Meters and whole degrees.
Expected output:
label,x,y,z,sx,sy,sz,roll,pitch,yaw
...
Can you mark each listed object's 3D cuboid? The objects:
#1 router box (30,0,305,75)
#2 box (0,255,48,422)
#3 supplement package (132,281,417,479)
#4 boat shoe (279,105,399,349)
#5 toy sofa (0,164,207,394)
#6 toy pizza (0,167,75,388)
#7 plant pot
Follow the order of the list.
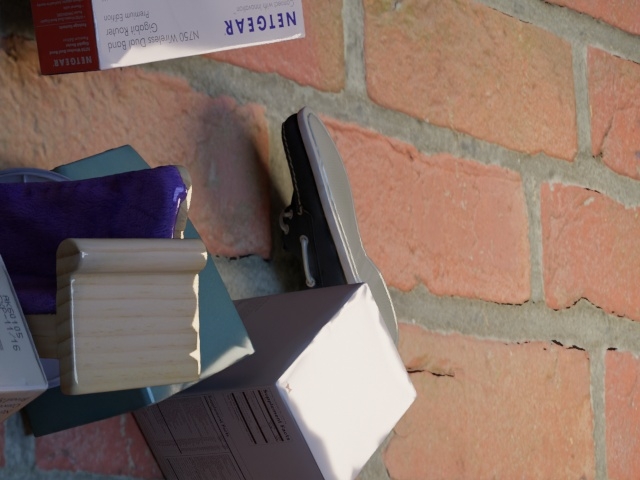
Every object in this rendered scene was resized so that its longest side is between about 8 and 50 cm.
label,x,y,z,sx,sy,sz,roll,pitch,yaw
router box,-0.159,-0.334,1.835,0.335,0.082,0.301,-18,104,-52
box,-0.368,0.131,1.367,0.148,0.311,0.121,2,58,-52
supplement package,-0.047,0.162,1.880,0.194,0.203,0.149,-46,119,-46
boat shoe,0.000,0.000,2.066,0.114,0.091,0.302,-39,113,-70
toy sofa,-0.274,0.029,1.484,0.150,0.362,0.177,0,90,-52
toy pizza,-0.264,0.035,1.641,0.032,0.201,0.201,2,81,-75
plant pot,-0.207,0.039,1.738,0.165,0.166,0.234,-25,96,-52
